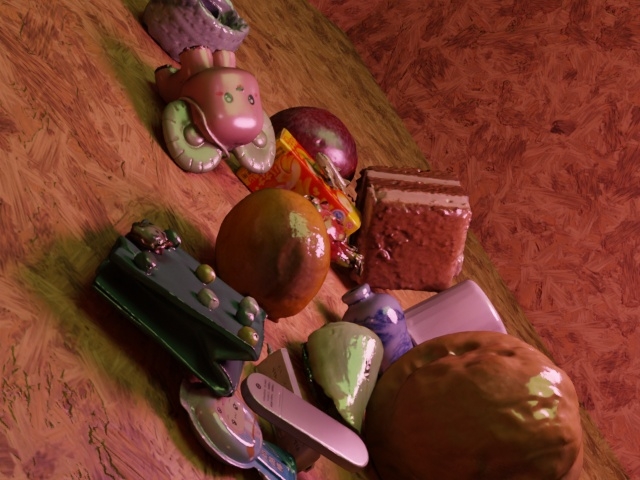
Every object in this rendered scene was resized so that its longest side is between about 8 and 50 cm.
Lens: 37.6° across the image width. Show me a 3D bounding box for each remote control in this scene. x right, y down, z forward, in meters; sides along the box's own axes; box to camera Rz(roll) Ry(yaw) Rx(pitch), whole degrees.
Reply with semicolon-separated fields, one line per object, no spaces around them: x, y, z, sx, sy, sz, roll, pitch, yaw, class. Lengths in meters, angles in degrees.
-0.022;0.282;1.454;0.245;0.022;0.077;35;24;-19;remote control

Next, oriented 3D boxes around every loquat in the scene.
-0.082;0.020;1.671;0.193;0.238;0.238;27;30;-39;loquat

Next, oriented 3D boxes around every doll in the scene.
-0.224;-0.260;1.967;0.284;0.216;0.269;-2;76;-42;doll

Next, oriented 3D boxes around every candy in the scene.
-0.047;-0.103;2.130;0.276;0.146;0.088;49;19;-14;candy

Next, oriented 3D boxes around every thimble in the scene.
-0.299;-0.521;2.274;0.250;0.172;0.205;23;38;-52;thimble

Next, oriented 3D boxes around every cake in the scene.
0.214;-0.026;2.284;0.281;0.256;0.290;5;26;-7;cake

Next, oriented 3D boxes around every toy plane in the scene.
0.023;-0.151;2.097;0.111;0.040;0.102;45;19;-18;toy plane

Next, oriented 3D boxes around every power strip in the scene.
-0.058;0.263;1.530;0.027;0.060;0.253;34;25;-44;power strip

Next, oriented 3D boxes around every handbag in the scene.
-0.194;0.083;1.403;0.274;0.100;0.269;43;9;-8;handbag

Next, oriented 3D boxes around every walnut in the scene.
0.296;0.349;1.745;0.383;0.383;0.384;45;19;-20;walnut

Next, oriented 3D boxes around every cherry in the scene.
-0.030;-0.224;2.320;0.300;0.203;0.230;20;36;-36;cherry

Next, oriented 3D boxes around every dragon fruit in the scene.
-0.003;0.002;2.049;0.236;0.137;0.135;49;21;-17;dragon fruit

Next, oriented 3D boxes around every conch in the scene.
0.030;0.243;1.738;0.251;0.137;0.144;-59;139;-51;conch

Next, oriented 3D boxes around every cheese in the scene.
-0.115;0.286;1.356;0.244;0.052;0.135;45;19;-22;cheese

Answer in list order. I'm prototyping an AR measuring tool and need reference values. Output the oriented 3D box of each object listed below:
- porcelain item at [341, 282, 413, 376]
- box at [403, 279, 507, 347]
0.136;0.214;1.999;0.259;0.141;0.141;59;17;-5;porcelain item
0.299;0.212;2.171;0.262;0.206;0.291;62;-2;-15;box
